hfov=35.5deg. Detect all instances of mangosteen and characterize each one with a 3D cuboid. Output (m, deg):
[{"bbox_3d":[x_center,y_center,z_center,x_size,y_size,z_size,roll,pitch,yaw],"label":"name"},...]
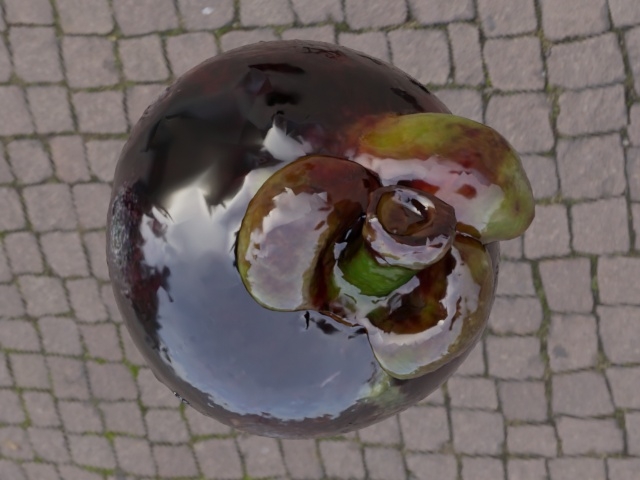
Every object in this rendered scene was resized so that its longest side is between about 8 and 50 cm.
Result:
[{"bbox_3d":[0.000,0.000,0.541,0.228,0.228,0.265,58,163,-13],"label":"mangosteen"}]
